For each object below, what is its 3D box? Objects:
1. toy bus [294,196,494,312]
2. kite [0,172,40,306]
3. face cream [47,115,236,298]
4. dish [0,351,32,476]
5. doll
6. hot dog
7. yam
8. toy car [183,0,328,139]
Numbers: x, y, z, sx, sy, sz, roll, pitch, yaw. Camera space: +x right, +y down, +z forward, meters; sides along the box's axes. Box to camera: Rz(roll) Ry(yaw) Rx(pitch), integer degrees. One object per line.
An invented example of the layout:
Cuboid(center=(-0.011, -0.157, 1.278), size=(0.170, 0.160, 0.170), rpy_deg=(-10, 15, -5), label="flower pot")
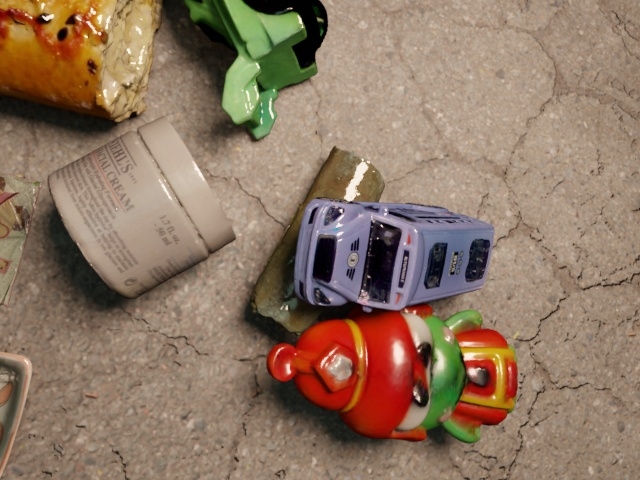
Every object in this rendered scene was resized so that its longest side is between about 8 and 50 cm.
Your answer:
Cuboid(center=(0.104, 0.017, 0.613), size=(0.292, 0.133, 0.126), rpy_deg=(-2, 104, -46), label="toy bus")
Cuboid(center=(-0.472, -0.008, 0.608), size=(0.249, 0.012, 0.230), rpy_deg=(-32, 92, -12), label="kite")
Cuboid(center=(-0.211, -0.038, 0.583), size=(0.152, 0.177, 0.178), rpy_deg=(-31, 93, -13), label="face cream")
Cuboid(center=(-0.470, 0.188, 0.565), size=(0.234, 0.064, 0.154), rpy_deg=(15, 83, -12), label="dish")
Cuboid(center=(0.098, 0.170, 0.639), size=(0.362, 0.160, 0.183), rpy_deg=(12, 81, -28), label="doll")
Cuboid(center=(-0.383, -0.352, 0.565), size=(0.364, 0.196, 0.368), rpy_deg=(8, 82, -9), label="hot dog")
Cuboid(center=(0.000, 0.000, 0.668), size=(0.106, 0.106, 0.259), rpy_deg=(30, 80, -9), label="yam")
Cuboid(center=(-0.101, -0.336, 0.619), size=(0.176, 0.213, 0.359), rpy_deg=(-26, 94, 7), label="toy car")
